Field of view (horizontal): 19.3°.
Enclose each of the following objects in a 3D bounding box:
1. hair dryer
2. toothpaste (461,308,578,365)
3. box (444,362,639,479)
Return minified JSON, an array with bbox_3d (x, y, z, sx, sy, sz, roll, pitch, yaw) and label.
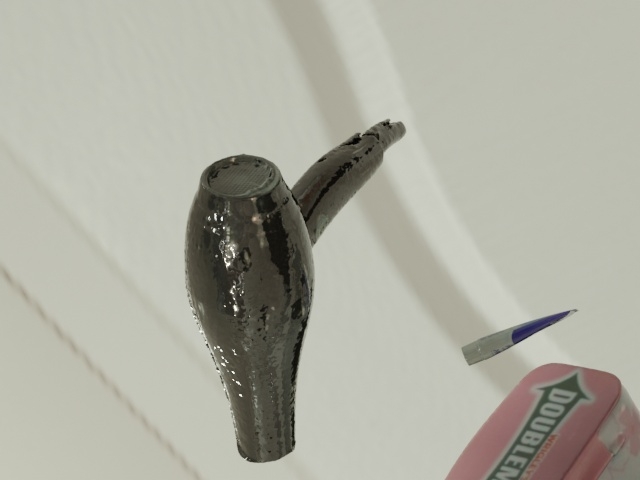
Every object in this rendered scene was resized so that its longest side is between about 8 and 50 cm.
[{"bbox_3d":[0.000,0.000,1.100,0.219,0.075,0.195,-49,-35,-42],"label":"hair dryer"},{"bbox_3d":[0.136,0.063,1.276,0.024,0.083,0.015,26,-139,-76],"label":"toothpaste"},{"bbox_3d":[0.236,0.287,1.492,0.190,0.112,0.369,-49,-55,-24],"label":"box"}]
